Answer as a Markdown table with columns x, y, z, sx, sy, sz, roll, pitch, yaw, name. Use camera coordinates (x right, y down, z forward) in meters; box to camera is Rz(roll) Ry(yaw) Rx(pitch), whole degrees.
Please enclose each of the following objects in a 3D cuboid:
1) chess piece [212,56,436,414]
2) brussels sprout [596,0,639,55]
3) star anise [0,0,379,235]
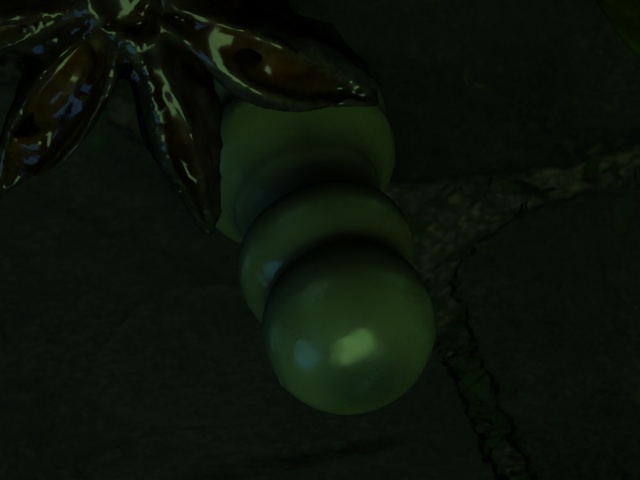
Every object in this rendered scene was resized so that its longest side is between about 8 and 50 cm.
| x | y | z | sx | sy | sz | roll | pitch | yaw | name |
| --- | --- | --- | --- | --- | --- | --- | --- | --- | --- |
| 0.000 | 0.000 | 1.225 | 0.144 | 0.251 | 0.144 | -8 | 131 | -9 | chess piece |
| 0.256 | -0.189 | 1.212 | 0.180 | 0.144 | 0.161 | -47 | 109 | -5 | brussels sprout |
| -0.108 | -0.157 | 1.138 | 0.332 | 0.117 | 0.331 | 0 | 119 | 0 | star anise |
